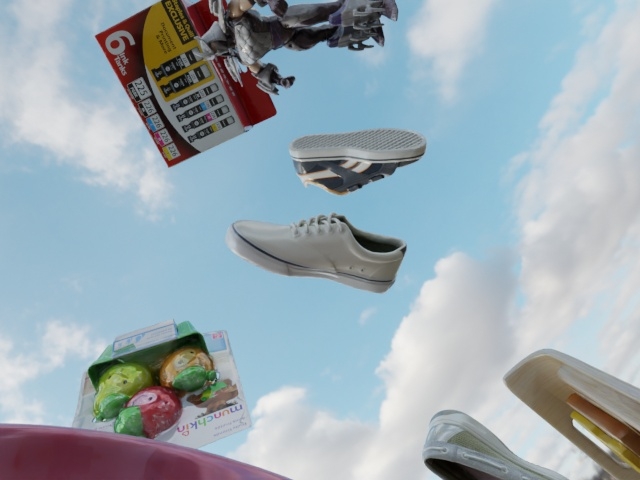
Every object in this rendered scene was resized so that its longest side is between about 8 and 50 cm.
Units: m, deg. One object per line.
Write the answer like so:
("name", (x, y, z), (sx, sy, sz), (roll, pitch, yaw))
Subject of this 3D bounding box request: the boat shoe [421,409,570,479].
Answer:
("boat shoe", (0.304, 0.402, 0.716), (0.103, 0.320, 0.118), (-40, -16, -54))

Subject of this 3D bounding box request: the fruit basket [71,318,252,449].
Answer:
("fruit basket", (-0.326, 0.298, 0.904), (0.327, 0.353, 0.165), (-16, -72, -13))

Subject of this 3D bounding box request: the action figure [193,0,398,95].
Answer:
("action figure", (-0.043, -0.303, 0.660), (0.285, 0.099, 0.185), (-14, -17, -6))

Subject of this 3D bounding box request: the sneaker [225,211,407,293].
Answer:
("sneaker", (0.000, 0.000, 0.646), (0.258, 0.094, 0.091), (13, -62, -20))

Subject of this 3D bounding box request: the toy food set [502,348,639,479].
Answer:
("toy food set", (0.259, 0.198, 0.305), (0.092, 0.220, 0.306), (-51, -4, 1))

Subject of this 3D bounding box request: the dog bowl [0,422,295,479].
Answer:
("dog bowl", (-0.129, 0.233, 0.292), (0.408, 0.408, 0.150), (36, -118, -49))

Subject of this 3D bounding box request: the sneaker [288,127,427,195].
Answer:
("sneaker", (0.090, -0.182, 1.069), (0.126, 0.322, 0.127), (-59, -35, -46))

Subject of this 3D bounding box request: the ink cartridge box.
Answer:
("ink cartridge box", (-0.285, -0.365, 1.030), (0.272, 0.130, 0.309), (-23, -73, 9))
